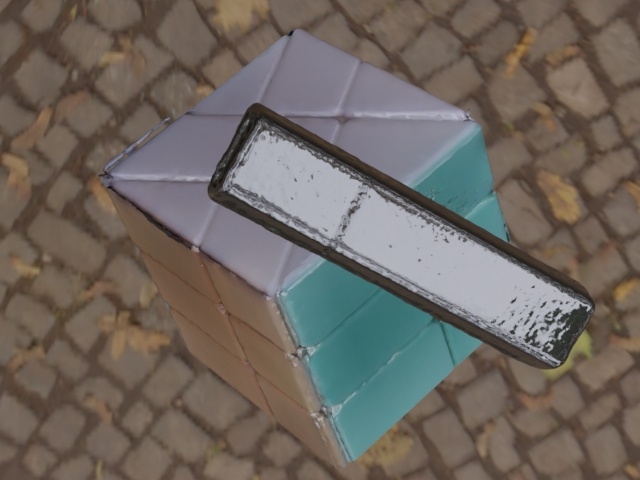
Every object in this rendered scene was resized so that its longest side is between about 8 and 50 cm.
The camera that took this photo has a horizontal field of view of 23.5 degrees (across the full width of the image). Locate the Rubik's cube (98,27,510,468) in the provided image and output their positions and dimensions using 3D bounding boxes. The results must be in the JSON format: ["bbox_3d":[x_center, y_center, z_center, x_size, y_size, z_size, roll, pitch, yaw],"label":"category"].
[{"bbox_3d":[0.000,0.000,1.245,0.231,0.221,0.224,-40,137,-19],"label":"Rubik's cube"}]

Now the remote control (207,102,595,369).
[{"bbox_3d":[0.051,0.003,0.882,0.245,0.025,0.063,27,91,-21],"label":"remote control"}]
